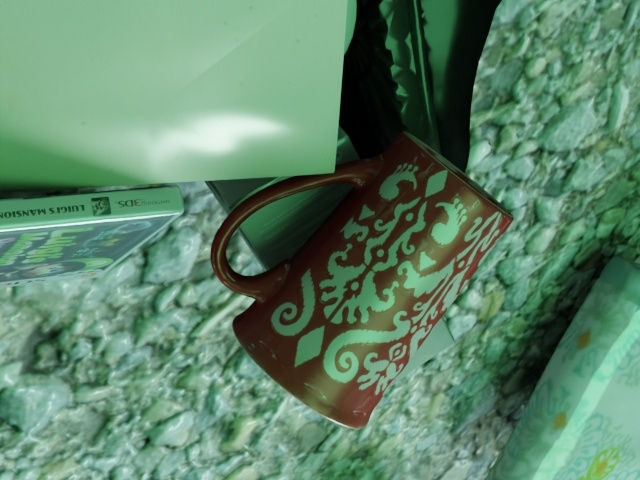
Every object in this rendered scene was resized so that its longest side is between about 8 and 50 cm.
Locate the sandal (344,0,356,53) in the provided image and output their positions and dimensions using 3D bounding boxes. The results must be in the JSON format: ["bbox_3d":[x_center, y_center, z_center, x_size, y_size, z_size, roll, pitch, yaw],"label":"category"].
[{"bbox_3d":[-0.168,-0.191,0.668,0.416,0.102,0.169,13,133,-23],"label":"sandal"}]

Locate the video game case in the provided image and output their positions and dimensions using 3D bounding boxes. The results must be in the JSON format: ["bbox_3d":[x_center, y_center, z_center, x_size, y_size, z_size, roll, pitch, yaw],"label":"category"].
[{"bbox_3d":[-0.199,0.005,0.753,0.173,0.190,0.022,-7,79,-27],"label":"video game case"}]

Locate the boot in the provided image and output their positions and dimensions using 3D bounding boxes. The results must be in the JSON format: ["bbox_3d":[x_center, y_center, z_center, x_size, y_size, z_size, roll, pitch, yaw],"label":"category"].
[{"bbox_3d":[0.133,-0.189,0.832,0.260,0.131,0.347,-21,128,-18],"label":"boot"}]

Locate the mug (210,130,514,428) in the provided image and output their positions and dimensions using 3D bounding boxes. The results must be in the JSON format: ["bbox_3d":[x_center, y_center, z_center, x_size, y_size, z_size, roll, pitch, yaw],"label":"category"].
[{"bbox_3d":[0.026,0.016,0.754,0.150,0.113,0.169,31,102,-41],"label":"mug"}]

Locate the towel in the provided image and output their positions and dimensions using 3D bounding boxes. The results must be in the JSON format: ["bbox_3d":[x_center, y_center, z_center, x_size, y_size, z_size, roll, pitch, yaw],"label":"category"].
[{"bbox_3d":[0.343,0.208,1.221,0.375,0.090,0.320,22,96,-39],"label":"towel"}]

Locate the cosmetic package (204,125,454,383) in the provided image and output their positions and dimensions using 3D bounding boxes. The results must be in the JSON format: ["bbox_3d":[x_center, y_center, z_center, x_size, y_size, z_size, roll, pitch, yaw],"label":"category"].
[{"bbox_3d":[0.000,0.000,0.885,0.107,0.127,0.238,-32,130,-6],"label":"cosmetic package"}]

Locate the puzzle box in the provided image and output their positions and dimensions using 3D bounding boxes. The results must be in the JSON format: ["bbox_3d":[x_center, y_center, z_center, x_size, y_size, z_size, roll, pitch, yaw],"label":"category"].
[{"bbox_3d":[-0.116,-0.186,0.566,0.272,0.052,0.408,-3,137,-7],"label":"puzzle box"}]
